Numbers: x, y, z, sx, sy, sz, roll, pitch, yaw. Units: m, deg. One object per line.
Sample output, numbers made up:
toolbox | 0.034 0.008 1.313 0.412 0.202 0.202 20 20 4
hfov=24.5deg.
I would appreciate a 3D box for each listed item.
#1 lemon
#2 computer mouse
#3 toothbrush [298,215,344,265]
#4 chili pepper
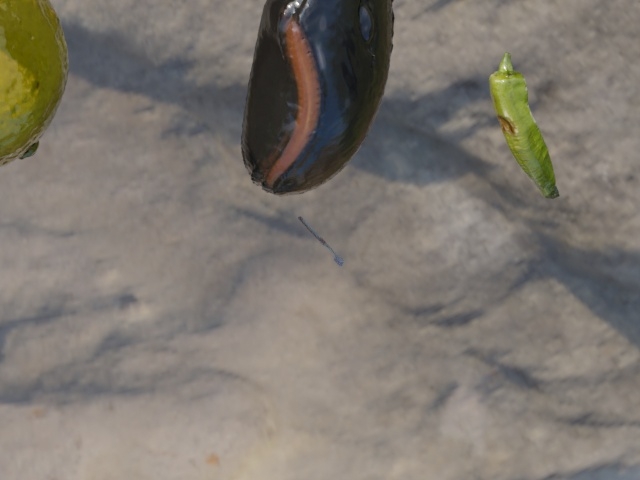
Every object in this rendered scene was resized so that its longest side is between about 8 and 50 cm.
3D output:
lemon | -0.407 -0.212 1.580 0.245 0.245 0.320 -30 117 7
computer mouse | 0.007 -0.175 1.556 0.116 0.183 0.323 29 136 17
toothbrush | 0.000 0.000 1.878 0.006 0.097 0.008 -8 133 -41
chili pepper | 0.216 -0.102 1.544 0.043 0.049 0.208 -28 129 -2
